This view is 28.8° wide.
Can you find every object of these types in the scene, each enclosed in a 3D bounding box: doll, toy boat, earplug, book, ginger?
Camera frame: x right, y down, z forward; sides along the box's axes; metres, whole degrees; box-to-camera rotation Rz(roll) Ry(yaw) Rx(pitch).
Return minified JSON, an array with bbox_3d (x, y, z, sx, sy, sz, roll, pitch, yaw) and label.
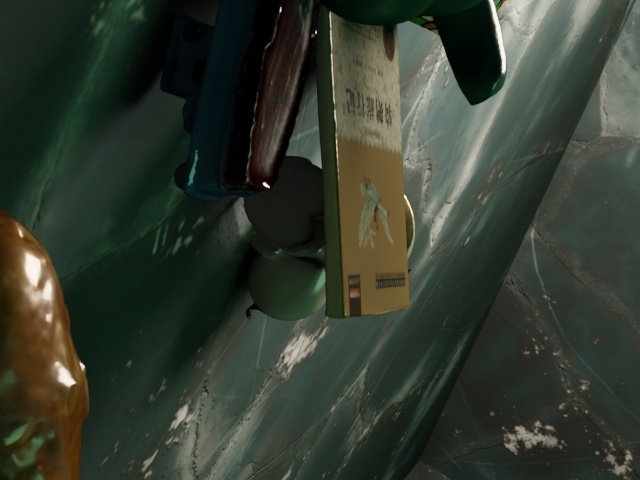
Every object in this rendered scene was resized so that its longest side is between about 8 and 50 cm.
[{"bbox_3d":[0.013,-0.016,1.263,0.208,0.144,0.271,-42,163,-22],"label":"doll"},{"bbox_3d":[-0.062,-0.138,0.907,0.100,0.097,0.223,10,93,-70],"label":"toy boat"},{"bbox_3d":[0.075,-0.231,1.034,0.280,0.164,0.257,-27,149,-42],"label":"earplug"},{"bbox_3d":[0.040,-0.087,1.146,0.217,0.021,0.310,2,85,-71],"label":"book"},{"bbox_3d":[-0.230,0.135,0.727,0.165,0.172,0.321,-19,136,-65],"label":"ginger"}]

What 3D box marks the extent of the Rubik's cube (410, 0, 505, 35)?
[{"bbox_3d":[0.130,-0.266,1.229,0.133,0.133,0.112,44,48,-74],"label":"Rubik's cube"}]
